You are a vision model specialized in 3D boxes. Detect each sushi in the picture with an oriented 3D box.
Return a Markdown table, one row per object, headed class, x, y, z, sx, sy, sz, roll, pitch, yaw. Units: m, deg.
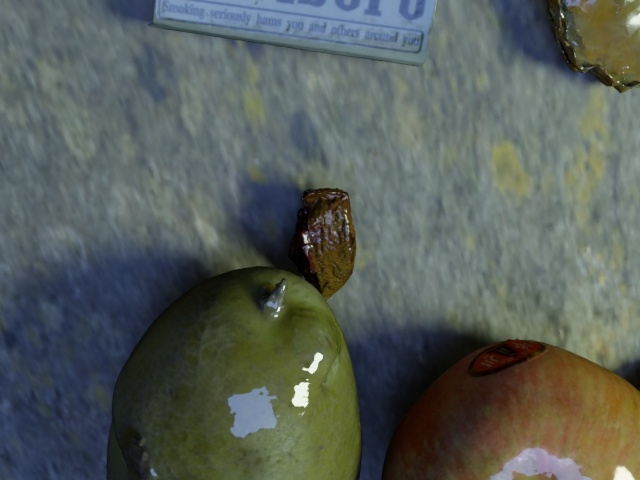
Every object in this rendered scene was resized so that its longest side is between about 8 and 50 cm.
| class | x | y | z | sx | sy | sz | roll | pitch | yaw |
| --- | --- | --- | --- | --- | --- | --- | --- | --- | --- |
| sushi | 0.000 | 0.000 | 0.548 | 0.047 | 0.050 | 0.099 | -6 | 120 | -4 |

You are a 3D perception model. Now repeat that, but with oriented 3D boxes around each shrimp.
| class | x | y | z | sx | sy | sz | roll | pitch | yaw |
| --- | --- | --- | --- | --- | --- | --- | --- | --- | --- |
| shrimp | 0.246 | -0.204 | 0.483 | 0.173 | 0.058 | 0.253 | 33 | 106 | -20 |

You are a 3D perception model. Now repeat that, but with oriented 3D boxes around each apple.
| class | x | y | z | sx | sy | sz | roll | pitch | yaw |
| --- | --- | --- | --- | --- | --- | --- | --- | --- | --- |
| apple | 0.145 | 0.172 | 0.560 | 0.210 | 0.164 | 0.209 | 1 | 101 | 6 |

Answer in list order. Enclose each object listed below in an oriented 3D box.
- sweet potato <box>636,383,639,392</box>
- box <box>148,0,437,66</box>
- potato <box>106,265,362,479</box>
| class | x | y | z | sx | sy | sz | roll | pitch | yaw |
| --- | --- | --- | --- | --- | --- | --- | --- | --- | --- |
| sweet potato | 0.258 | 0.197 | 0.636 | 0.050 | 0.050 | 0.214 | 1 | 114 | -3 |
| box | -0.013 | -0.179 | 0.490 | 0.178 | 0.036 | 0.115 | 7 | 109 | -4 |
| potato | -0.054 | 0.126 | 0.542 | 0.174 | 0.159 | 0.251 | -6 | 126 | -28 |
